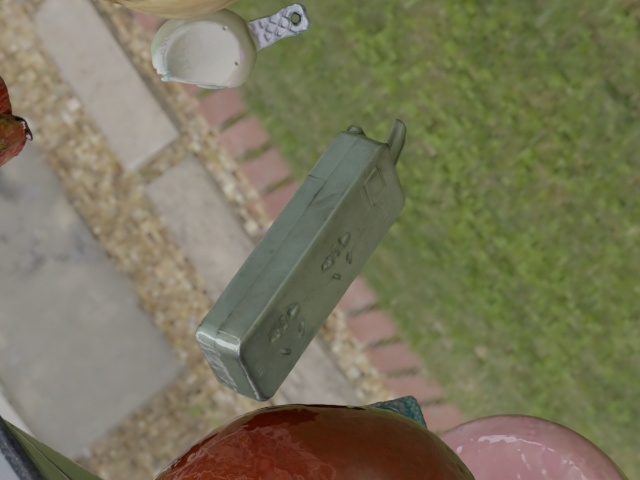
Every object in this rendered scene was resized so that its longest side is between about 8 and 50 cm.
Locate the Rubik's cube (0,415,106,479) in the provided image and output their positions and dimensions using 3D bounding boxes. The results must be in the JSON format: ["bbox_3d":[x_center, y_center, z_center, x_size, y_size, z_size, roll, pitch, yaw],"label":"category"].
[{"bbox_3d":[-0.224,0.330,1.273,0.255,0.260,0.259,45,179,43],"label":"Rubik's cube"}]

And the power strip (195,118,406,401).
[{"bbox_3d":[0.000,0.000,1.362,0.053,0.288,0.093,20,152,31],"label":"power strip"}]

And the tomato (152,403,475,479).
[{"bbox_3d":[-0.006,0.180,0.861,0.184,0.208,0.208,58,160,23],"label":"tomato"}]

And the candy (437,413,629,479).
[{"bbox_3d":[0.172,0.275,1.456,0.255,0.255,0.094,42,-178,23],"label":"candy"}]

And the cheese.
[{"bbox_3d":[-0.095,-0.205,1.718,0.047,0.171,0.092,-97,5,-75],"label":"cheese"}]

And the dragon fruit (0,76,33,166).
[{"bbox_3d":[-0.318,-0.077,1.318,0.120,0.127,0.161,31,153,36],"label":"dragon fruit"}]

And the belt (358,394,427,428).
[{"bbox_3d":[0.077,0.212,1.114,0.302,0.072,0.087,-119,18,-59],"label":"belt"}]

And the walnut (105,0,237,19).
[{"bbox_3d":[-0.113,-0.332,1.235,0.252,0.313,0.277,22,-178,-11],"label":"walnut"}]
